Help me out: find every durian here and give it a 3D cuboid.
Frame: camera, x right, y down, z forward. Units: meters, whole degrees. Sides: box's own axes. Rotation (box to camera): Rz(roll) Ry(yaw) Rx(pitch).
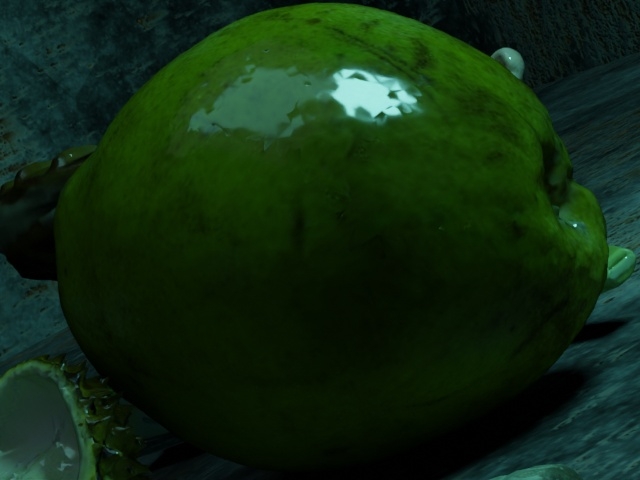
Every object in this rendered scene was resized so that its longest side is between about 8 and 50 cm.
[{"bbox_3d":[-0.195,0.191,1.434,0.249,0.138,0.183,-11,53,54],"label":"durian"}]

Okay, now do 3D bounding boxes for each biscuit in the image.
[{"bbox_3d":[-0.132,-0.040,1.725,0.332,0.103,0.332,-12,-7,-1],"label":"biscuit"}]

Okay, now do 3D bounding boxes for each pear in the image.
[{"bbox_3d":[0.000,0.000,1.423,0.413,0.352,0.352,-12,9,14],"label":"pear"}]

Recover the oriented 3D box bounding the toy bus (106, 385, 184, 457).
[{"bbox_3d":[-0.119,0.098,1.892,0.133,0.165,0.276,-23,6,21],"label":"toy bus"}]

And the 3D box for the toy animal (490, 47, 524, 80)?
[{"bbox_3d":[0.150,-0.062,1.999,0.210,0.221,0.229,-18,36,35],"label":"toy animal"}]

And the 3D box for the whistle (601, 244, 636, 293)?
[{"bbox_3d":[0.160,0.037,1.635,0.131,0.106,0.288,-36,12,-32],"label":"whistle"}]

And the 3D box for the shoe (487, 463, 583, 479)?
[{"bbox_3d":[0.000,0.202,0.742,0.210,0.132,0.342,-17,12,30],"label":"shoe"}]
